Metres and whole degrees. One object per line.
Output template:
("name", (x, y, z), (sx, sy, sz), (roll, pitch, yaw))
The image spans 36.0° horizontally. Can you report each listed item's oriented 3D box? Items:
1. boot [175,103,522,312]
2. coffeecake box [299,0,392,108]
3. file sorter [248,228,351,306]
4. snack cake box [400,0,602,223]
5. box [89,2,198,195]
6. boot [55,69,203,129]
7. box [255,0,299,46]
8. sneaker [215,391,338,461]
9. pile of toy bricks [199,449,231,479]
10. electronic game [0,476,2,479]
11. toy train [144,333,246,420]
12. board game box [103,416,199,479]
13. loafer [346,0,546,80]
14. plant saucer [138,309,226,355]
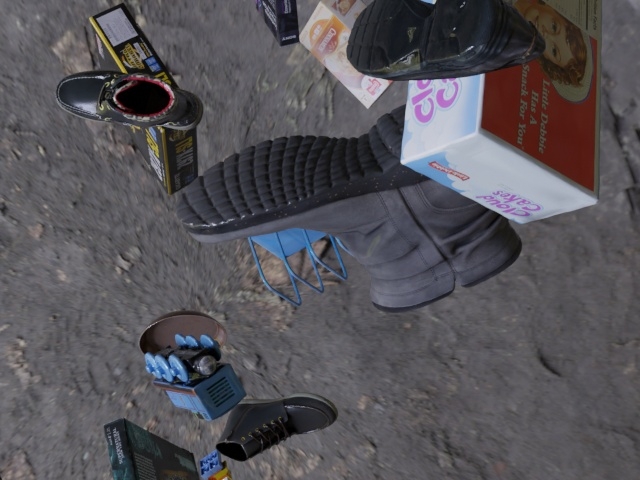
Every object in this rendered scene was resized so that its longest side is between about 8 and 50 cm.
("boot", (0.039, -0.004, 1.024), (0.338, 0.118, 0.223), (-14, 130, 6))
("coffeecake box", (0.063, -0.346, 1.766), (0.185, 0.142, 0.068), (44, 66, -1))
("file sorter", (0.000, 0.000, 1.355), (0.170, 0.118, 0.105), (-30, 58, 16))
("snack cake box", (0.165, -0.166, 0.859), (0.152, 0.089, 0.265), (24, 63, -34))
("box", (-0.328, -0.257, 1.870), (0.079, 0.322, 0.257), (-32, 78, -15))
("boot", (-0.307, -0.221, 1.493), (0.236, 0.178, 0.085), (9, 93, 3))
("box", (-0.056, -0.319, 1.128), (0.029, 0.116, 0.162), (-12, 128, -12))
("sneaker", (-0.079, 0.349, 1.799), (0.222, 0.118, 0.083), (-10, 119, 26))
("pile of toy bricks", (-0.181, 0.393, 1.393), (0.212, 0.118, 0.105), (-35, 121, 9))
("electronic game", (-0.336, 0.315, 1.016), (0.048, 0.229, 0.229), (-20, 88, -9))
("toy train", (-0.179, 0.189, 1.365), (0.080, 0.184, 0.105), (-31, 101, -28))
("board game box", (-0.164, 0.266, 1.029), (0.026, 0.186, 0.126), (-22, 62, 6))
("loafer", (0.077, -0.131, 0.664), (0.061, 0.170, 0.062), (14, 94, -31))
("plant saucer", (-0.265, 0.182, 1.895), (0.168, 0.168, 0.029), (-5, 52, -8))
